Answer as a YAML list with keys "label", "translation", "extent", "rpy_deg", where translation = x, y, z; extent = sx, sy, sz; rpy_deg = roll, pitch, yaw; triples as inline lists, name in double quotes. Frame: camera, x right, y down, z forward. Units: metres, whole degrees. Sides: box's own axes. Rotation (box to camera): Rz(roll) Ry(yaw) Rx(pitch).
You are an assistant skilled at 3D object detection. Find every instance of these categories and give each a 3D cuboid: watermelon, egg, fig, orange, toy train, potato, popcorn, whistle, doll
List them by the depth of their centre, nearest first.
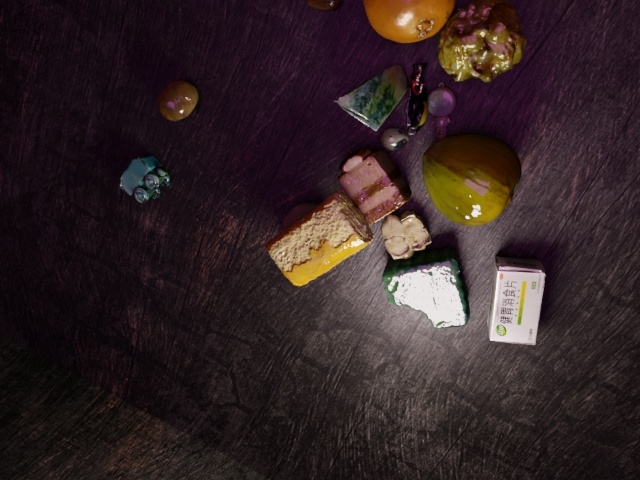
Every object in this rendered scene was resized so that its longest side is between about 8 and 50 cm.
- label: "orange"
  translation: [0.286, -0.793, 1.572]
  extent: [0.312, 0.312, 0.312]
  rpy_deg: [5, 111, 12]
- label: "popcorn"
  translation: [0.519, -0.647, 1.606]
  extent: [0.282, 0.247, 0.282]
  rpy_deg: [9, 123, 14]
- label: "fig"
  translation: [0.520, -0.228, 1.729]
  extent: [0.343, 0.343, 0.343]
  rpy_deg: [5, 111, 12]
- label: "doll"
  translation: [0.349, -0.505, 1.761]
  extent: [0.088, 0.127, 0.249]
  rpy_deg: [9, 104, 22]
- label: "watermelon"
  translation: [0.176, -0.518, 1.767]
  extent: [0.193, 0.310, 0.232]
  rpy_deg: [38, 152, -2]
- label: "whistle"
  translation: [0.444, -0.465, 1.792]
  extent: [0.107, 0.057, 0.220]
  rpy_deg: [6, 117, 27]
- label: "egg"
  translation: [0.277, -0.381, 1.847]
  extent: [0.110, 0.085, 0.085]
  rpy_deg: [4, 111, 2]
- label: "potato"
  translation: [-0.574, -0.559, 1.967]
  extent: [0.137, 0.137, 0.176]
  rpy_deg: [41, 112, -4]
- label: "toy train"
  translation: [-0.763, -0.266, 2.134]
  extent: [0.163, 0.112, 0.203]
  rpy_deg: [47, 113, 1]

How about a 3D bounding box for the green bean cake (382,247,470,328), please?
- label: "green bean cake"
  translation: [0.429, 0.201, 1.988]
  extent: [0.308, 0.169, 0.300]
  rpy_deg: [-11, 106, 18]

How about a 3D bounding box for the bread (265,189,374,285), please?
- label: "bread"
  translation: [0.000, 0.000, 1.851]
  extent: [0.375, 0.165, 0.236]
  rpy_deg: [-36, 94, 29]

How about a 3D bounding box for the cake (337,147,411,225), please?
- label: "cake"
  translation: [0.192, -0.228, 1.872]
  extent: [0.196, 0.199, 0.293]
  rpy_deg: [-33, 95, 28]

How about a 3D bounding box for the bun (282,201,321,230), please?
- label: "bun"
  translation: [-0.046, -0.038, 2.024]
  extent: [0.239, 0.141, 0.239]
  rpy_deg: [4, 112, 10]

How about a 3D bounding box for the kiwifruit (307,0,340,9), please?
- label: "kiwifruit"
  translation: [0.012, -0.858, 1.738]
  extent: [0.124, 0.075, 0.075]
  rpy_deg: [7, 112, 7]

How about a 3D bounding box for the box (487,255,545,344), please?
- label: "box"
  translation: [0.763, 0.229, 1.927]
  extent: [0.173, 0.145, 0.333]
  rpy_deg: [2, 112, 11]

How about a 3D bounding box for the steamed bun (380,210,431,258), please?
- label: "steamed bun"
  translation: [0.334, -0.027, 1.954]
  extent: [0.177, 0.106, 0.192]
  rpy_deg: [-34, 78, 10]
